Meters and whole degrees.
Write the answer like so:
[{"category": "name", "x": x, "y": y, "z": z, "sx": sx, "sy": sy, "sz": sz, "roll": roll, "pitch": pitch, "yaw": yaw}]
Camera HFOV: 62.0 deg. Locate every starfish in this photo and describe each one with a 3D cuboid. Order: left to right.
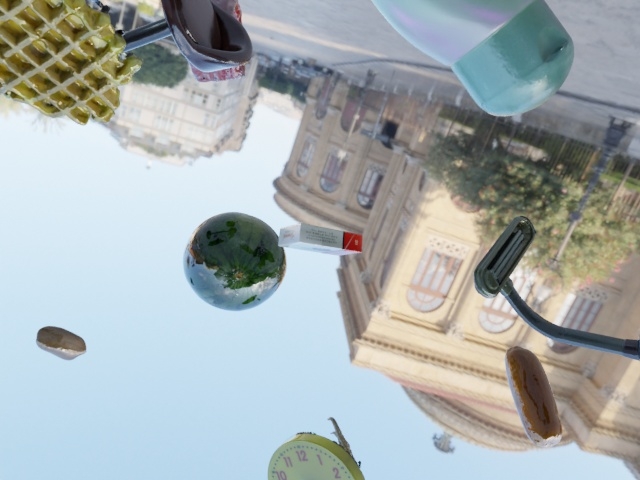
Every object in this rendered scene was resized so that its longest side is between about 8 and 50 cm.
[{"category": "starfish", "x": 0.084, "y": 0.637, "z": 1.568, "sx": 0.050, "sy": 0.138, "sz": 0.247, "roll": -19, "pitch": -108, "yaw": -9}]

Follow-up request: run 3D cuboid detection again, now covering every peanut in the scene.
[{"category": "peanut", "x": -0.709, "y": 0.280, "z": 1.457, "sx": 0.076, "sy": 0.076, "sz": 0.152, "roll": 37, "pitch": 175, "yaw": 44}]

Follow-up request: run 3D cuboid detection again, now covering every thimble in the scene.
[{"category": "thimble", "x": -0.246, "y": -0.478, "z": 1.259, "sx": 0.125, "sy": 0.189, "sz": 0.163, "roll": -2, "pitch": -153, "yaw": 3}]

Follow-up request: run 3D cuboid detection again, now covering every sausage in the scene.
[{"category": "sausage", "x": 0.497, "y": 0.359, "z": 1.248, "sx": 0.098, "sy": 0.098, "sz": 0.238, "roll": 12, "pitch": -131, "yaw": -24}]

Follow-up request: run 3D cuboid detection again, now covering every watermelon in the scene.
[{"category": "watermelon", "x": -0.200, "y": 0.049, "z": 1.252, "sx": 0.243, "sy": 0.242, "sz": 0.242, "roll": 18, "pitch": -163, "yaw": -6}]

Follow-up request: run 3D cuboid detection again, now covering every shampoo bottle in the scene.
[{"category": "shampoo bottle", "x": 0.201, "y": -0.326, "z": 0.721, "sx": 0.349, "sy": 0.222, "sz": 0.151, "roll": 51, "pitch": 163, "yaw": -9}]

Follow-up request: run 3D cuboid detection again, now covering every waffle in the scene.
[{"category": "waffle", "x": -0.479, "y": -0.316, "z": 0.897, "sx": 0.329, "sy": 0.329, "sz": 0.062, "roll": 14, "pitch": -127, "yaw": -19}]

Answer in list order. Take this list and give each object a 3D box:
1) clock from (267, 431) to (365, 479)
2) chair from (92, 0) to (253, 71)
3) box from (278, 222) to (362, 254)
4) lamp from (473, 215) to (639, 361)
[{"category": "clock", "x": -0.014, "y": 0.629, "z": 1.328, "sx": 0.071, "sy": 0.277, "sz": 0.293, "roll": -16, "pitch": -99, "yaw": -60}, {"category": "chair", "x": -0.362, "y": -0.418, "z": 1.093, "sx": 0.401, "sy": 0.226, "sz": 0.226, "roll": -12, "pitch": -169, "yaw": 14}, {"category": "box", "x": 0.000, "y": 0.000, "z": 1.132, "sx": 0.152, "sy": 0.048, "sz": 0.100, "roll": 12, "pitch": 171, "yaw": -29}, {"category": "lamp", "x": 0.413, "y": 0.073, "z": 0.862, "sx": 0.283, "sy": 0.124, "sz": 0.203, "roll": 18, "pitch": -124, "yaw": 28}]
